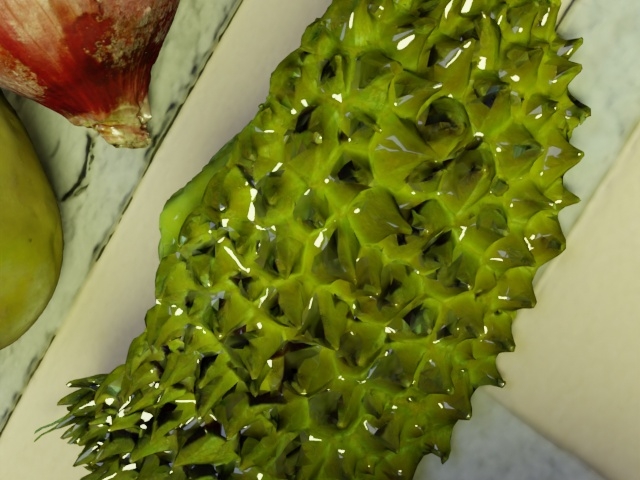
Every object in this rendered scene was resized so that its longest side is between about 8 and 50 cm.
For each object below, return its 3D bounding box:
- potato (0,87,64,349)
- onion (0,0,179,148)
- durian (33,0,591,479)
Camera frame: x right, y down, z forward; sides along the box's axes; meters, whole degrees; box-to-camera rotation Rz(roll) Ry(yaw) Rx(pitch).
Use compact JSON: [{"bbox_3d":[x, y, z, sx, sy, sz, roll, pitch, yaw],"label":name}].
[{"bbox_3d":[-0.224,-0.025,0.659,0.137,0.155,0.200,-23,59,-14],"label":"potato"},{"bbox_3d":[-0.135,-0.138,0.630,0.159,0.159,0.195,-17,98,29],"label":"onion"},{"bbox_3d":[0.000,0.007,0.550,0.356,0.157,0.169,-57,22,9],"label":"durian"}]
